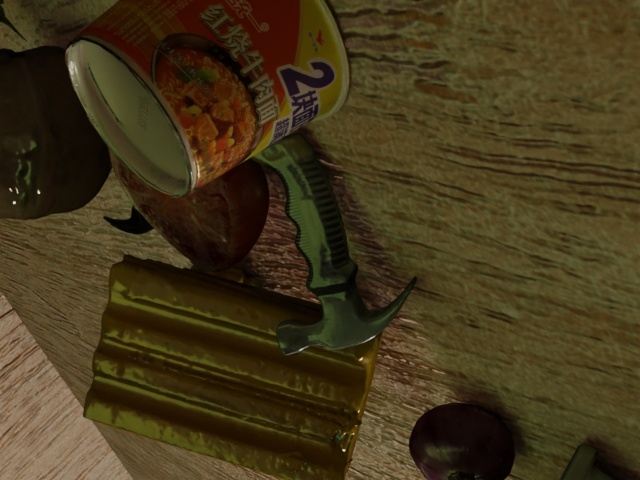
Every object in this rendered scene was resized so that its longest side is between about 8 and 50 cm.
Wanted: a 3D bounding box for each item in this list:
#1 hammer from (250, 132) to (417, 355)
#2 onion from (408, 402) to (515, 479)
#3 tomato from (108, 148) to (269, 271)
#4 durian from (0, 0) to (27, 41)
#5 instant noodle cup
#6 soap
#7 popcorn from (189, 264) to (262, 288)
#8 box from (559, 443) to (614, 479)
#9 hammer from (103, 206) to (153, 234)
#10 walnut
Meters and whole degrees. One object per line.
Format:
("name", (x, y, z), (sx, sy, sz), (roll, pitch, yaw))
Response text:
("hammer", (0.000, 0.000, 0.936), (0.159, 0.041, 0.226), (-17, 98, 19))
("onion", (0.154, 0.222, 1.001), (0.104, 0.115, 0.115), (-88, -20, -55))
("tomato", (-0.141, -0.081, 1.052), (0.237, 0.095, 0.236), (34, 146, 27))
("durian", (-0.449, -0.370, 1.086), (0.169, 0.157, 0.355), (39, 149, 5))
("instant noodle cup", (-0.108, -0.150, 0.813), (0.213, 0.174, 0.213), (37, 152, 24))
("soap", (-0.097, 0.148, 1.063), (0.325, 0.204, 0.096), (16, -170, 10))
("popcorn", (-0.166, 0.148, 1.250), (0.192, 0.233, 0.266), (41, 127, 5))
("box", (0.275, 0.368, 0.923), (0.183, 0.175, 0.311), (31, 149, 18))
("hammer", (-0.238, -0.122, 1.171), (0.033, 0.111, 0.287), (34, 141, 31))
("walnut", (-0.388, -0.136, 1.186), (0.248, 0.248, 0.248), (37, 151, 24))
